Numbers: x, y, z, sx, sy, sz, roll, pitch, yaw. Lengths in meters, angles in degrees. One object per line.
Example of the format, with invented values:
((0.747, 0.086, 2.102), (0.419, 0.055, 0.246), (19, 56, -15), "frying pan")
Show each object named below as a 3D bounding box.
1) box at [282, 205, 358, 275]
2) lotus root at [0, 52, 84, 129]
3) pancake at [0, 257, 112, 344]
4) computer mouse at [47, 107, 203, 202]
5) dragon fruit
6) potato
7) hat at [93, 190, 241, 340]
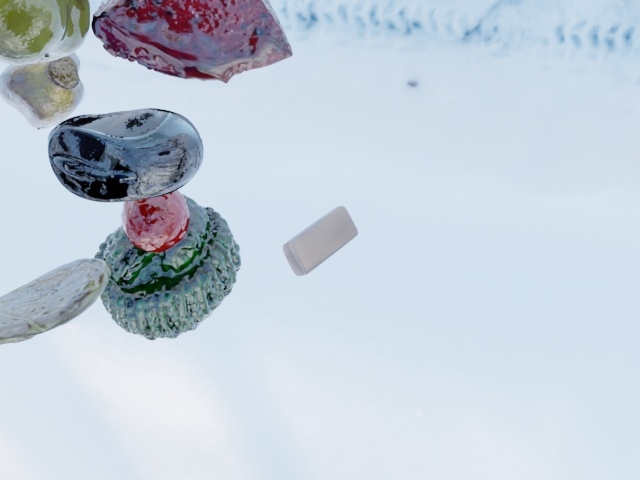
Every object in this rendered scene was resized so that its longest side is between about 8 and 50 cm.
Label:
((0.000, 0.000, 1.218), (0.025, 0.115, 0.048), (-20, 104, 49), "box")
((-0.618, -0.359, 2.187), (0.193, 0.193, 0.291), (44, 160, -17), "lotus root")
((-0.414, 0.091, 1.401), (0.250, 0.250, 0.031), (-11, 111, 31), "pancake")
((-0.291, -0.120, 1.442), (0.233, 0.096, 0.137), (-5, 123, -1), "computer mouse")
((-0.247, -0.437, 1.702), (0.330, 0.302, 0.240), (-18, 149, -10), "dragon fruit")
((-0.501, -0.390, 1.566), (0.218, 0.351, 0.203), (16, 95, 2), "potato")
((-0.296, 0.008, 1.745), (0.242, 0.274, 0.332), (33, 156, 24), "hat")
